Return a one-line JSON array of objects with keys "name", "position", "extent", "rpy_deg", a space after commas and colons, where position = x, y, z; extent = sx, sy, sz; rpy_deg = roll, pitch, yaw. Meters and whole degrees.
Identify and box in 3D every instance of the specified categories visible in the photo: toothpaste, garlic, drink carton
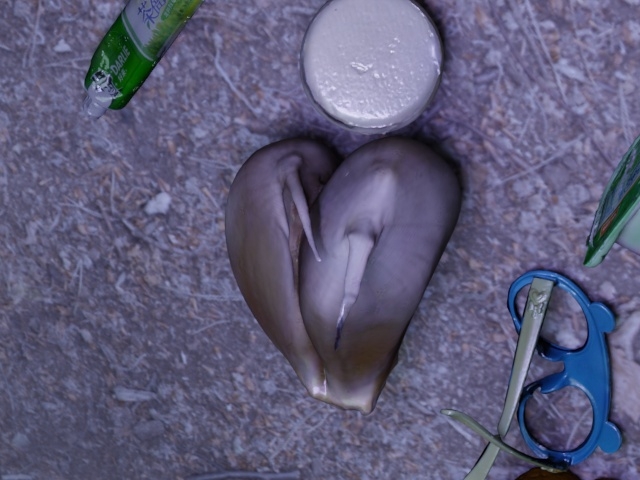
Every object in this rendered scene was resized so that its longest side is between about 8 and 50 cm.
[{"name": "toothpaste", "position": [-0.177, -0.208, 1.823], "extent": [0.078, 0.047, 0.248], "rpy_deg": [38, 128, -3]}, {"name": "garlic", "position": [0.000, 0.000, 1.728], "extent": [0.231, 0.246, 0.340], "rpy_deg": [25, 168, 11]}, {"name": "drink carton", "position": [0.336, -0.026, 1.627], "extent": [0.142, 0.144, 0.146], "rpy_deg": [27, 130, -3]}]

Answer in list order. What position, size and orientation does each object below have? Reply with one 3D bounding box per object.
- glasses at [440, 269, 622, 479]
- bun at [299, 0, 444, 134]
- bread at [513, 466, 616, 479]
[{"name": "glasses", "position": [0.188, 0.154, 1.812], "extent": [0.102, 0.207, 0.239], "rpy_deg": [38, 141, 50]}, {"name": "bun", "position": [0.049, -0.168, 1.705], "extent": [0.138, 0.094, 0.138], "rpy_deg": [0, 95, 4]}, {"name": "bread", "position": [0.268, 0.351, 1.904], "extent": [0.247, 0.135, 0.232], "rpy_deg": [41, 130, -2]}]
